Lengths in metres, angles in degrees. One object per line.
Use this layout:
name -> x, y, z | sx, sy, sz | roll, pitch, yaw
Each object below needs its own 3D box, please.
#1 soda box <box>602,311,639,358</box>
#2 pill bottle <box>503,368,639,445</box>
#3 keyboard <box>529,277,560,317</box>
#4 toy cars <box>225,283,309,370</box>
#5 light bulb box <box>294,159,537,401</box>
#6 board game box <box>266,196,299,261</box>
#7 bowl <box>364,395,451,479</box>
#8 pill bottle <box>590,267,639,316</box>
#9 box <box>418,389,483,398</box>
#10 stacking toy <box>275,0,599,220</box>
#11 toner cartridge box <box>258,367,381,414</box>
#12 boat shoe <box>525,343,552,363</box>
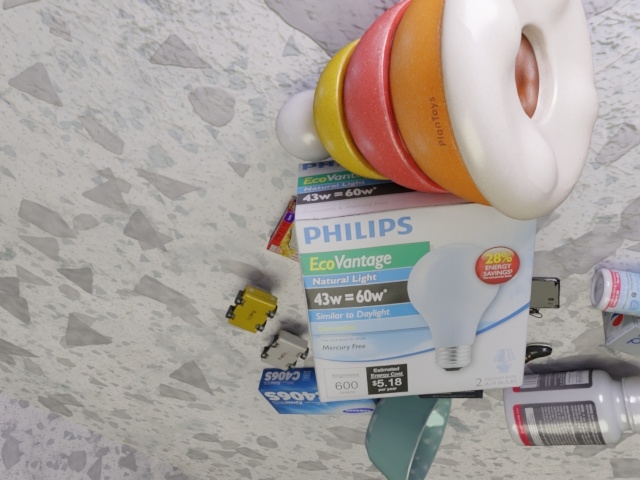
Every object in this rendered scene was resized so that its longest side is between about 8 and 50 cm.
soda box -> 0.751, 0.211, 1.229 | 0.287, 0.091, 0.098 | 19, 141, -6
pill bottle -> 0.630, 0.410, 1.433 | 0.319, 0.176, 0.176 | -13, 133, 29
keyboard -> 0.420, 0.118, 1.277 | 0.192, 0.038, 0.100 | 0, 115, 18
toy cars -> -0.127, 0.218, 1.512 | 0.177, 0.087, 0.393 | 0, 142, 24
light bulb box -> 0.151, 0.054, 0.991 | 0.358, 0.225, 0.360 | -6, 119, 3
board game box -> 0.000, 0.000, 1.242 | 0.194, 0.045, 0.146 | 22, 140, -9
bowl -> 0.236, 0.543, 1.649 | 0.163, 0.311, 0.311 | 17, 144, 27
pill bottle -> 0.627, 0.106, 1.147 | 0.160, 0.087, 0.087 | 7, 140, 7
box -> 0.274, 0.262, 1.316 | 0.153, 0.108, 0.207 | -6, 135, 23
stacking toy -> 0.106, -0.202, 0.841 | 0.480, 0.350, 0.350 | 1, 142, 43
toner cartridge box -> 0.004, 0.455, 1.752 | 0.348, 0.075, 0.165 | -7, 137, 24
boat shoe -> 0.501, 0.284, 1.430 | 0.133, 0.042, 0.049 | -15, 130, 29
